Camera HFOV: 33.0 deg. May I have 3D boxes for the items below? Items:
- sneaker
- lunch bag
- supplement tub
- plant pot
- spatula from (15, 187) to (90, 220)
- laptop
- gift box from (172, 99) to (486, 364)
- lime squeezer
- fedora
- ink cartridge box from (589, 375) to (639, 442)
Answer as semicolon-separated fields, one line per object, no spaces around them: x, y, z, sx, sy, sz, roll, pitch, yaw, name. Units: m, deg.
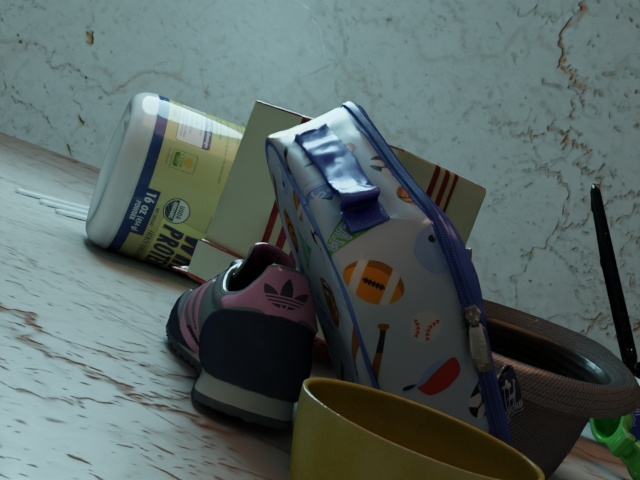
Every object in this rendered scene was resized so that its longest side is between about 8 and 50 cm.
-0.061;0.063;0.958;0.112;0.131;0.319;18;4;-17;sneaker
0.049;0.032;0.846;0.115;0.243;0.303;-20;31;-6;lunch bag
-0.150;-0.056;1.535;0.316;0.228;0.228;19;3;-17;supplement tub
0.037;0.142;0.569;0.134;0.095;0.134;20;4;-1;plant pot
-0.379;-0.046;1.827;0.168;0.019;0.242;24;5;41;spatula
0.556;0.143;1.576;0.236;0.408;0.382;-12;-20;13;laptop
0.000;0.000;1.268;0.255;0.258;0.276;23;5;40;gift box
0.366;0.217;1.240;0.110;0.059;0.310;-25;59;-38;lime squeezer
0.179;0.151;1.054;0.243;0.124;0.275;19;9;7;fedora
0.405;0.224;1.489;0.046;0.097;0.207;-22;8;-3;ink cartridge box
